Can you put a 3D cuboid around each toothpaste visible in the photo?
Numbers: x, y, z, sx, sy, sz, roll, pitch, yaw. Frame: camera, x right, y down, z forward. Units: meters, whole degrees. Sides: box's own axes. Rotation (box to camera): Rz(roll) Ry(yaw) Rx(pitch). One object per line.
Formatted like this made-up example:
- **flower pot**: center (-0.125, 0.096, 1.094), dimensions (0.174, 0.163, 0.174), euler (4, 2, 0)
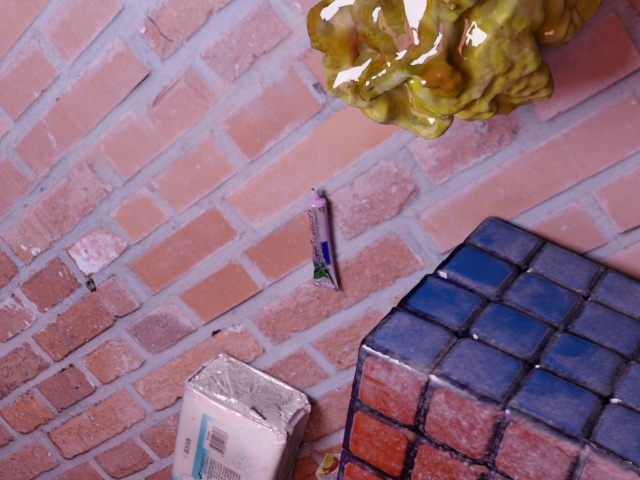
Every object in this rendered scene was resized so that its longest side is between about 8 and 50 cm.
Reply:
- **toothpaste**: center (0.000, 0.000, 1.238), dimensions (0.045, 0.028, 0.169), euler (13, 127, 28)

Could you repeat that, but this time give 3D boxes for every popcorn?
- **popcorn**: center (0.130, -0.238, 0.899), dimensions (0.293, 0.237, 0.292), euler (13, 120, 23)

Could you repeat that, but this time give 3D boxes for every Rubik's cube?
- **Rubik's cube**: center (0.246, 0.231, 1.032), dimensions (0.345, 0.337, 0.343), euler (26, 127, 23)

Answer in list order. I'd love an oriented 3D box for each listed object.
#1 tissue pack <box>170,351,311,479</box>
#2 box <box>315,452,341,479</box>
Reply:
- **tissue pack**: center (-0.140, 0.346, 1.454), dimensions (0.202, 0.124, 0.271), euler (23, 127, 12)
- **box**: center (0.091, 0.379, 1.402), dimensions (0.207, 0.050, 0.041), euler (-8, 117, 31)
